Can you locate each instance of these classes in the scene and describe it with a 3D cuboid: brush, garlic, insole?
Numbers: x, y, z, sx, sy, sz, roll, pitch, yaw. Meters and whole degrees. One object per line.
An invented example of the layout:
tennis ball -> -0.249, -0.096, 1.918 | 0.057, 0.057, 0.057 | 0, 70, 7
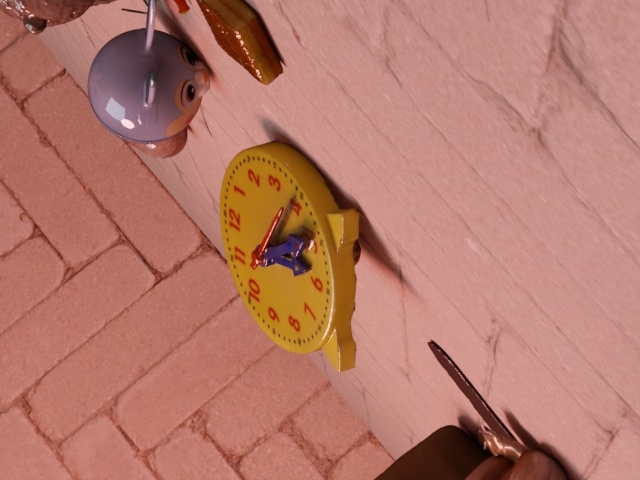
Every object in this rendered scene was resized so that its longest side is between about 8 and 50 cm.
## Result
brush -> -0.172, -0.296, 1.798 | 0.021, 0.019, 0.083 | 58, 176, 23
garlic -> 0.206, 0.325, 1.899 | 0.207, 0.256, 0.207 | -175, 90, -85
garlic -> -0.302, -0.210, 2.686 | 0.147, 0.102, 0.159 | 38, -175, -2
insole -> 0.248, 0.264, 2.050 | 0.328, 0.007, 0.111 | 52, 171, -7

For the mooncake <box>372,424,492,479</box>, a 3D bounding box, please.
mooncake -> 0.150, 0.474, 2.322 | 0.201, 0.378, 0.378 | 43, 171, 18

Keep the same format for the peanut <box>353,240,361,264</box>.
peanut -> 0.000, 0.000, 2.001 | 0.080, 0.080, 0.174 | 55, 167, -28

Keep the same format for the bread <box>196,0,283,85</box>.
bread -> -0.086, -0.220, 1.589 | 0.090, 0.035, 0.094 | 45, 170, 36

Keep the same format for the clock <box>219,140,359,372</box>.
clock -> -0.054, 0.015, 1.941 | 0.293, 0.071, 0.277 | 30, 129, 52

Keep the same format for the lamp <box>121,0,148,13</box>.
lamp -> -0.263, -0.357, 1.998 | 0.054, 0.041, 0.121 | 28, 154, 50

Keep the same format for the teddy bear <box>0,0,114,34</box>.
teddy bear -> -0.392, -0.387, 2.131 | 0.236, 0.151, 0.267 | 22, -161, -16

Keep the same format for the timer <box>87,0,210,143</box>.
timer -> -0.214, -0.223, 2.028 | 0.175, 0.175, 0.255 | 52, 146, -10
